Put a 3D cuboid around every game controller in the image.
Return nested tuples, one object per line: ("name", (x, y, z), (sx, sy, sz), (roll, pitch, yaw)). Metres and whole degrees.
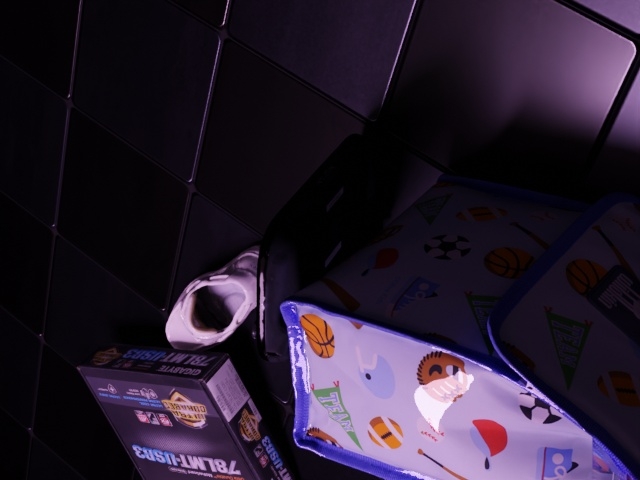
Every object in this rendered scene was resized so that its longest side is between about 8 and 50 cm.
("game controller", (0.000, 0.000, 1.261), (0.067, 0.319, 0.166), (3, 117, 21))

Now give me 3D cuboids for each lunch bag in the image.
("lunch bag", (0.207, 0.100, 1.133), (0.385, 0.328, 0.239), (16, 127, 34))

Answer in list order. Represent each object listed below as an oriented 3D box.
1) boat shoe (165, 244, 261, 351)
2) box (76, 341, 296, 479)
("boat shoe", (-0.160, 0.097, 1.594), (0.098, 0.096, 0.277), (51, 136, 2))
("box", (-0.198, 0.296, 1.718), (0.295, 0.073, 0.293), (0, 123, 41))
